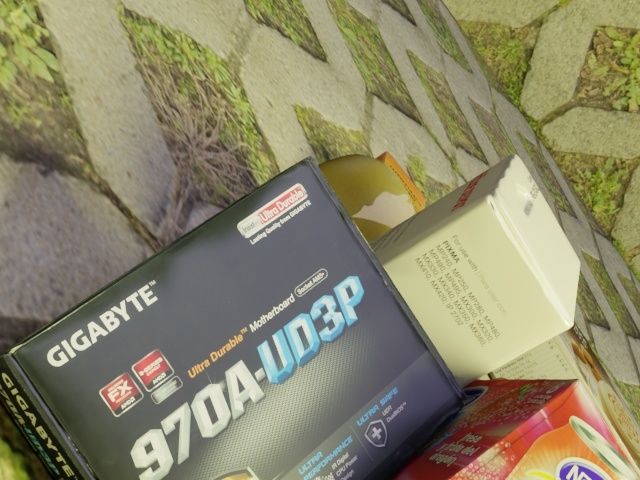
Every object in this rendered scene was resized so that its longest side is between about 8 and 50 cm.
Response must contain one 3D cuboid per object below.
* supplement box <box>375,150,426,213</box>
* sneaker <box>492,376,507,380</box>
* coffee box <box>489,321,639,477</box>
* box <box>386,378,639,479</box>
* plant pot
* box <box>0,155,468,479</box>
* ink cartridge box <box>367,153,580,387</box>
[{"bbox_3d":[0.051,-0.004,1.161,0.078,0.080,0.233,50,22,-15],"label":"supplement box"},{"bbox_3d":[0.260,0.233,1.265,0.290,0.106,0.123,44,20,-38],"label":"sneaker"},{"bbox_3d":[0.294,0.190,1.434,0.246,0.098,0.141,59,18,3],"label":"coffee box"},{"bbox_3d":[0.093,0.169,0.735,0.128,0.122,0.257,58,-16,-2],"label":"box"},{"bbox_3d":[0.000,0.000,0.976,0.095,0.134,0.134,-10,67,-44],"label":"plant pot"},{"bbox_3d":[-0.042,0.080,0.646,0.220,0.051,0.175,-35,94,-35],"label":"box"},{"bbox_3d":[0.052,0.053,0.815,0.100,0.237,0.172,56,19,-3],"label":"ink cartridge box"}]
